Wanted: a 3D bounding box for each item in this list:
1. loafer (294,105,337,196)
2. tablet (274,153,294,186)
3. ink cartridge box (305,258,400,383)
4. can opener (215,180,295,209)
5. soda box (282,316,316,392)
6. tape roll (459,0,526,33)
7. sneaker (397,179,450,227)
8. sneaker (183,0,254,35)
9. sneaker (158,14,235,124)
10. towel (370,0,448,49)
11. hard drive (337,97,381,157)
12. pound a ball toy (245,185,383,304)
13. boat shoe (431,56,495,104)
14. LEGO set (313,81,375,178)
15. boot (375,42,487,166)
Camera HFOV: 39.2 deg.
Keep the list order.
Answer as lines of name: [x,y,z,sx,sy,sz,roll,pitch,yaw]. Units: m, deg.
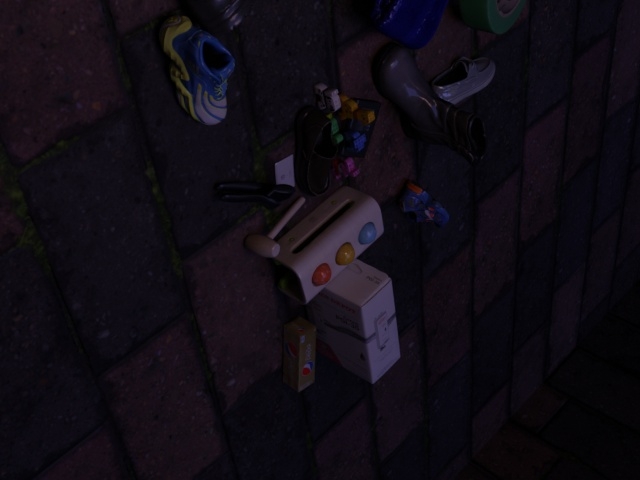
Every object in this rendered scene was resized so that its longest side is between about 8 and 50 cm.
loafer: [-0.006,-0.181,1.945,0.080,0.078,0.220,-36,138,-31]
tablet: [-0.077,-0.142,1.947,0.054,0.006,0.083,-33,136,-34]
ink cartridge box: [0.072,0.181,2.182,0.117,0.207,0.283,-41,140,-30]
can opener: [-0.140,-0.102,1.857,0.186,0.059,0.073,1,140,-42]
soda box: [-0.053,0.282,2.219,0.058,0.061,0.181,-27,132,-39]
tape roll: [0.429,-0.653,2.117,0.321,0.077,0.321,-44,144,-44]
sneaker: [0.265,-0.084,2.370,0.087,0.083,0.221,-49,140,5]
sneaker: [-0.134,-0.493,1.556,0.286,0.109,0.130,-56,136,-13]
sneaker: [-0.200,-0.282,1.590,0.091,0.126,0.240,-48,142,-18]
towel: [0.211,-0.530,1.913,0.308,0.076,0.227,-8,120,-68]
hard drive: [0.087,-0.257,2.060,0.094,0.022,0.135,-3,115,-51]
pound a ball toy: [0.000,0.000,2.029,0.319,0.136,0.208,-41,141,-27]
boat shoe: [0.358,-0.412,2.245,0.227,0.079,0.081,-37,143,-26]
LEGO set: [0.068,-0.244,1.953,0.087,0.093,0.227,-38,129,-33]
boot: [0.272,-0.314,2.078,0.118,0.223,0.338,-56,145,-7]
